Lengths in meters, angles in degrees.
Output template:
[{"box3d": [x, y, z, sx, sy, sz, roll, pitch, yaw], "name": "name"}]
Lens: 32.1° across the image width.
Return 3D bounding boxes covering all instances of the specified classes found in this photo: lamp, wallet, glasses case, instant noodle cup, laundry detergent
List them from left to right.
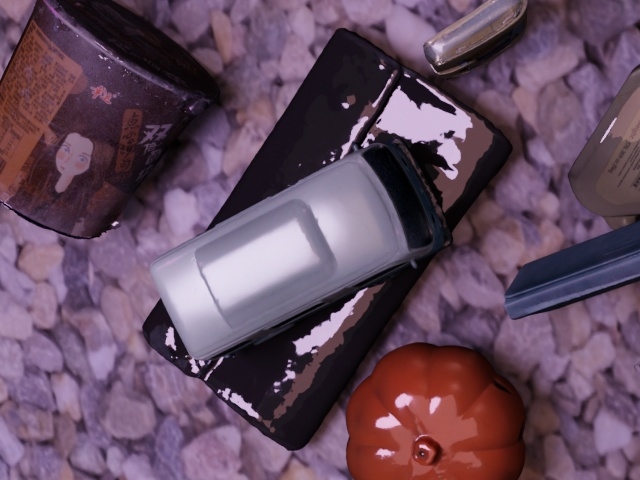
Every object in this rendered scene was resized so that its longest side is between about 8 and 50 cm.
[{"box3d": [-0.247, -0.131, 1.163, 0.217, 0.217, 0.207, 39, 105, 8], "name": "instant noodle cup"}, {"box3d": [0.000, 0.000, 1.183, 0.228, 0.062, 0.406, 35, 98, 8], "name": "wallet"}, {"box3d": [0.114, 0.196, 1.116, 0.187, 0.164, 0.188, 1, 94, 13], "name": "lamp"}, {"box3d": [0.157, -0.198, 1.098, 0.110, 0.155, 0.039, -32, 86, 11], "name": "wallet"}, {"box3d": [0.305, 0.007, 1.054, 0.266, 0.105, 0.056, -24, 78, 35], "name": "glasses case"}, {"box3d": [0.385, -0.054, 1.089, 0.253, 0.091, 0.181, 32, 106, 8], "name": "laundry detergent"}]

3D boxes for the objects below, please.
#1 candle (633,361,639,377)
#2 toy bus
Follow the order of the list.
[{"box3d": [0.421, 0.243, 1.050, 0.330, 0.187, 0.187, 39, 99, 10], "name": "candle"}, {"box3d": [-0.020, 0.011, 1.073, 0.271, 0.165, 0.133, -28, 86, 12], "name": "toy bus"}]
